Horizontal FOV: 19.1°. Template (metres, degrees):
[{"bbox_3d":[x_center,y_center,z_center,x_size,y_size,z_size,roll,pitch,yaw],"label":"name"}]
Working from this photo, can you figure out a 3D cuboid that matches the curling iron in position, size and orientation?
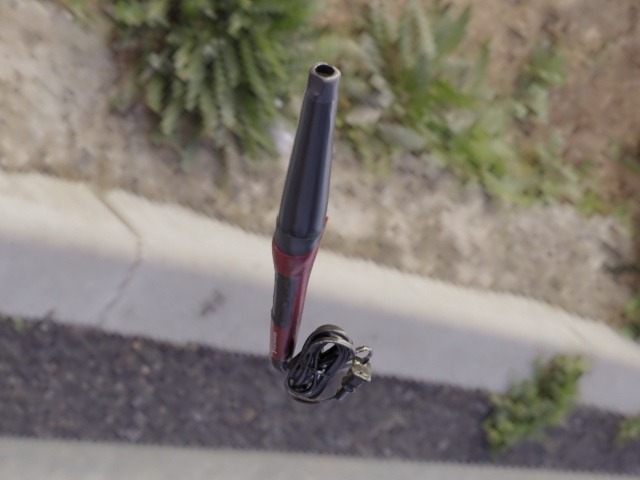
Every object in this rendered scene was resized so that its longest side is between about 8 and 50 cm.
[{"bbox_3d":[0.000,0.000,1.152,0.035,0.068,0.274,-80,173,-47],"label":"curling iron"}]
